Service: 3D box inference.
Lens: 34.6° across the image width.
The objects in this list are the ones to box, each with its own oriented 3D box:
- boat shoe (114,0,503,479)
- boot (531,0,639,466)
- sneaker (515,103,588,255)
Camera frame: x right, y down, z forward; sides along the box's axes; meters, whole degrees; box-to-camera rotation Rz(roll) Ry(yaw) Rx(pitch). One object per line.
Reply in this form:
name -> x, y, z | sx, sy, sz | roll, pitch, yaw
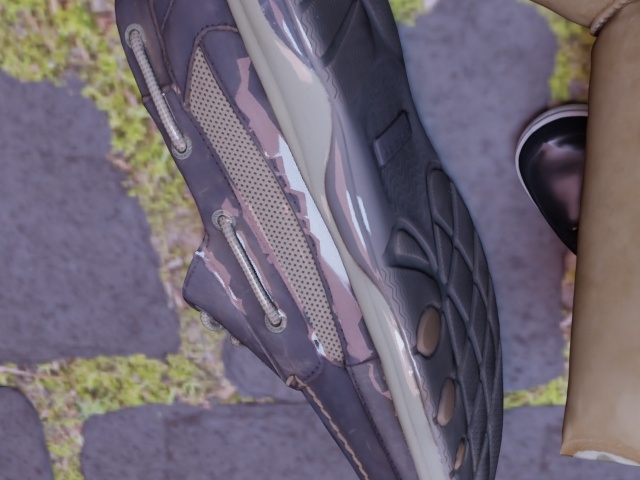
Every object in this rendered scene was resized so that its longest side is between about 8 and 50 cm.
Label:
boat shoe -> 0.000, 0.000, 0.545 | 0.130, 0.132, 0.355 | -12, 104, 29
boot -> 0.120, -0.041, 0.432 | 0.236, 0.089, 0.270 | 2, 85, 12
sneaker -> 0.185, 0.024, 0.500 | 0.217, 0.121, 0.079 | 39, 117, -7
